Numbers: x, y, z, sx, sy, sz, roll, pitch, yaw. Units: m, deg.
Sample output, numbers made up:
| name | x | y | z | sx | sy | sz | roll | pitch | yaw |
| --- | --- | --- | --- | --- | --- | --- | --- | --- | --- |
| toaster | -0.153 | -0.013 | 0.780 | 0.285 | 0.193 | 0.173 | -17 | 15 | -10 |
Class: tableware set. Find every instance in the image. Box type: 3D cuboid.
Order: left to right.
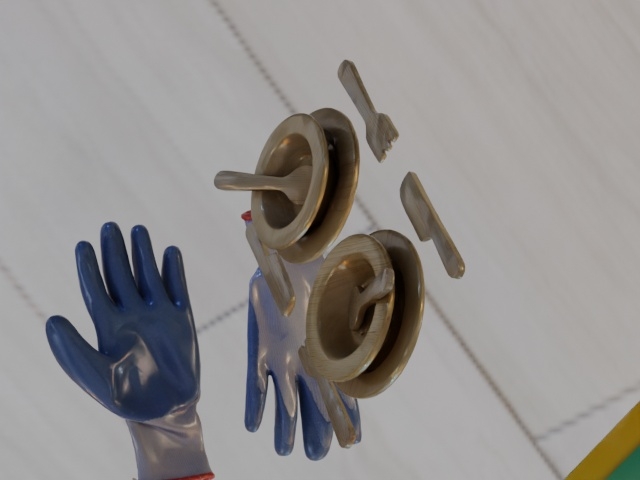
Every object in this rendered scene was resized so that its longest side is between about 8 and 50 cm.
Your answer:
| name | x | y | z | sx | sy | sz | roll | pitch | yaw |
| --- | --- | --- | --- | --- | --- | --- | --- | --- | --- |
| tableware set | 0.000 | 0.000 | 0.963 | 0.039 | 0.194 | 0.128 | 14 | 121 | -30 |

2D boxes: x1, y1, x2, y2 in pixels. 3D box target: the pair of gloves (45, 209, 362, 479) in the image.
| name | x | y | z | sx | sy | sz | roll | pitch | yaw |
| --- | --- | --- | --- | --- | --- | --- | --- | --- | --- |
| pair of gloves | -0.060 | 0.059 | 1.075 | 0.198 | 0.023 | 0.159 | -11 | 84 | -26 |

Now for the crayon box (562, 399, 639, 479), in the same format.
| name | x | y | z | sx | sy | sz | roll | pitch | yaw |
| --- | --- | --- | --- | --- | --- | --- | --- | --- | --- |
| crayon box | 0.182 | 0.201 | 0.786 | 0.081 | 0.278 | 0.165 | 8 | 142 | -21 |
